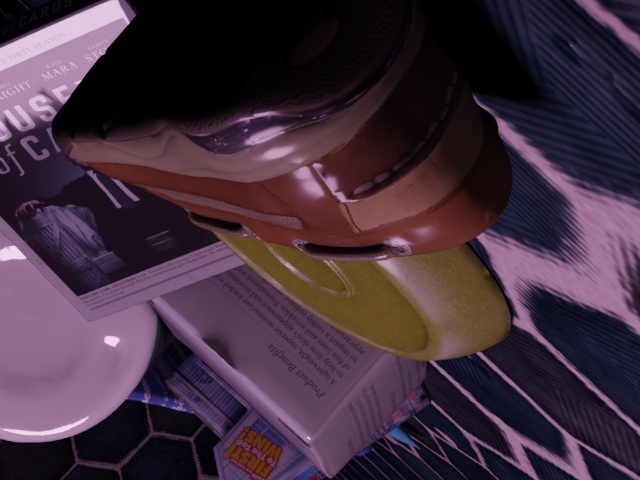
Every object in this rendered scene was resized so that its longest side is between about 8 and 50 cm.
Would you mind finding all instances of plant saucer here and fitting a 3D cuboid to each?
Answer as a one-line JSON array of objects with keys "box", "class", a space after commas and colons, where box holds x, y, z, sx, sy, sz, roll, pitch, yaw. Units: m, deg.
[{"box": [0.000, 0.000, 0.978, 0.241, 0.037, 0.241, 34, 164, 11], "class": "plant saucer"}]

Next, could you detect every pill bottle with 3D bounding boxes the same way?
[{"box": [-0.215, 0.034, 1.457, 0.204, 0.204, 0.361, 44, -172, -4], "class": "pill bottle"}]

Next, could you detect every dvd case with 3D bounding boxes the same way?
[{"box": [-0.138, -0.051, 1.078, 0.238, 0.179, 0.029, 52, -154, -41], "class": "dvd case"}]

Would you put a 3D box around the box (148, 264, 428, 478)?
[{"box": [-0.025, 0.065, 1.251, 0.181, 0.119, 0.182, 41, 171, 15], "class": "box"}]

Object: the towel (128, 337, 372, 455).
[{"box": [-0.129, 0.134, 1.730, 0.336, 0.040, 0.243, 16, -165, -29], "class": "towel"}]

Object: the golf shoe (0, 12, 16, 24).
[{"box": [-0.261, -0.129, 1.429, 0.273, 0.105, 0.120, 10, 117, 45], "class": "golf shoe"}]

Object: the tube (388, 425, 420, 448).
[{"box": [0.013, 0.143, 1.704, 0.207, 0.052, 0.080, 40, -179, -14], "class": "tube"}]

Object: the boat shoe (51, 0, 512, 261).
[{"box": [-0.025, -0.047, 0.731, 0.120, 0.122, 0.324, 43, 173, -21], "class": "boat shoe"}]

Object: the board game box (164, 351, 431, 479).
[{"box": [-0.041, 0.143, 1.449, 0.194, 0.194, 0.060, 39, 170, 24], "class": "board game box"}]
